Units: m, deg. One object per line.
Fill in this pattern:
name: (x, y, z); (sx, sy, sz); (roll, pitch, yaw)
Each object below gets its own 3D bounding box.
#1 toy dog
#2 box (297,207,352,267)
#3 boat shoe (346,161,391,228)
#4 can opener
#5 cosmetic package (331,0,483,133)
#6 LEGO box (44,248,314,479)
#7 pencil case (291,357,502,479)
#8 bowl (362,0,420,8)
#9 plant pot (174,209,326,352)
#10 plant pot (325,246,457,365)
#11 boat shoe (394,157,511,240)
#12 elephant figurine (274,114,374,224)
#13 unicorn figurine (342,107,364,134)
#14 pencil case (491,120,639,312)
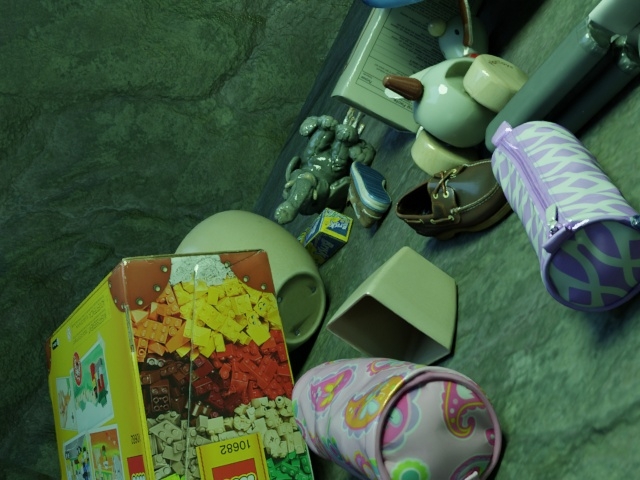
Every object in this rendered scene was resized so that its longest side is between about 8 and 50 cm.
toy dog: (0.153, -0.218, 0.930); (0.220, 0.161, 0.333); (-61, 13, 16)
box: (0.000, 0.000, 1.393); (0.169, 0.059, 0.054); (-45, 26, 59)
boat shoe: (0.073, -0.081, 1.229); (0.066, 0.066, 0.183); (-62, 13, 22)
can opener: (0.245, -0.152, 0.624); (0.280, 0.074, 0.093); (-49, 21, 53)
cosmetic package: (0.152, -0.347, 1.217); (0.296, 0.153, 0.129); (-63, 12, 5)
LEGO box: (-0.229, 0.262, 1.008); (0.500, 0.193, 0.372); (-31, 67, 55)
pencil case: (0.059, 0.176, 0.689); (0.124, 0.124, 0.284); (-68, 12, -14)
bowl: (0.203, -0.479, 0.991); (0.391, 0.077, 0.391); (-27, 33, 19)
plant pot: (-0.101, 0.099, 1.253); (0.191, 0.284, 0.284); (13, 76, 43)
plant pot: (0.089, 0.073, 0.791); (0.096, 0.109, 0.109); (-59, 6, -35)
boat shoe: (0.153, -0.048, 0.819); (0.207, 0.073, 0.073); (-35, 31, 64)
elephant figurine: (-0.013, -0.119, 1.425); (0.169, 0.186, 0.239); (20, 80, 50)
unicorn figurine: (0.058, -0.243, 1.650); (0.111, 0.060, 0.162); (-58, -2, 34)
pencil case: (0.193, -0.027, 0.571); (0.086, 0.088, 0.206); (-61, 12, 25)
